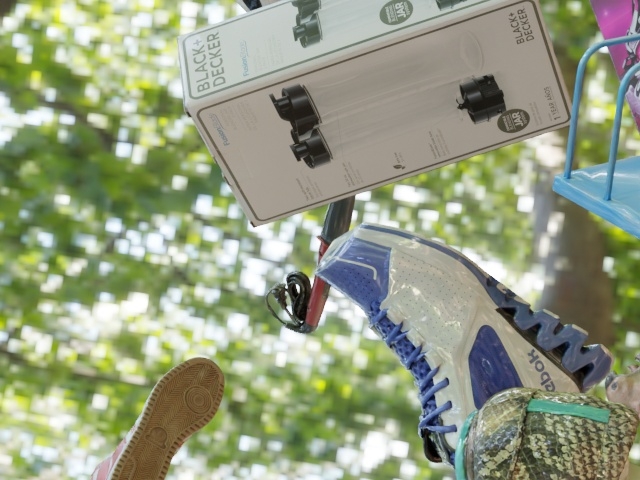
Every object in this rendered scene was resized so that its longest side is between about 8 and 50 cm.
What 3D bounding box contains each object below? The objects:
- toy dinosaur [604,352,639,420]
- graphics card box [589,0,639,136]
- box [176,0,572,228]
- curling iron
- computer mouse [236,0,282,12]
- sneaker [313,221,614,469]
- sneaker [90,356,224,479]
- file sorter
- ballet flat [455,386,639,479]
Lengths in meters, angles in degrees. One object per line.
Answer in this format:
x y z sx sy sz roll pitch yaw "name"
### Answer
0.378 0.158 1.502 0.127 0.200 0.295 52 179 -14 "toy dinosaur"
0.397 -0.222 1.717 0.094 0.233 0.371 5 -117 -46 "graphics card box"
0.046 -0.131 1.429 0.169 0.290 0.087 60 -166 -49 "box"
0.000 0.000 1.875 0.035 0.068 0.274 -48 -15 -47 "curling iron"
-0.080 -0.288 1.644 0.193 0.042 0.106 49 -126 -24 "computer mouse"
0.127 0.124 1.750 0.182 0.315 0.127 -63 7 -18 "sneaker"
-0.105 0.128 1.100 0.118 0.042 0.067 -56 5 -33 "sneaker"
0.249 -0.057 1.095 0.118 0.170 0.104 -14 -59 -30 "file sorter"
0.242 0.320 1.418 0.164 0.182 0.483 -61 -37 -48 "ballet flat"
